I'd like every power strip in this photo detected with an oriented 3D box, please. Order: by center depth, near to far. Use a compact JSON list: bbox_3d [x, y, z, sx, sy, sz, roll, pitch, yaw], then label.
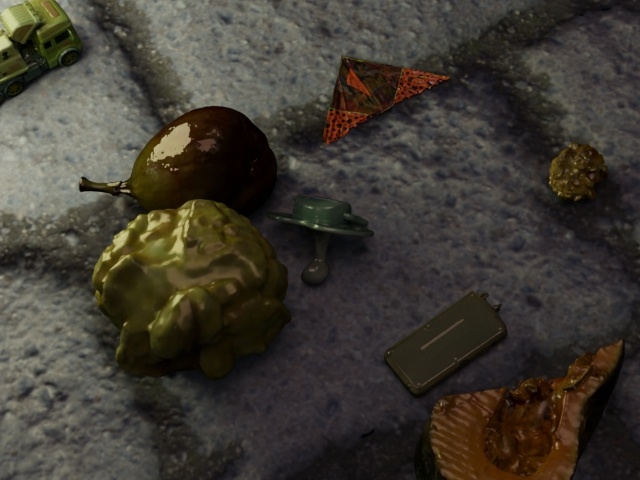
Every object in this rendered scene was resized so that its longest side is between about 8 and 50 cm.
[{"bbox_3d":[0.167,0.130,1.820,0.169,0.028,0.076,-33,64,-13],"label":"power strip"}]

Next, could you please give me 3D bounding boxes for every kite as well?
[{"bbox_3d":[0.063,-0.225,2.034,0.222,0.008,0.125,-28,63,-12],"label":"kite"}]

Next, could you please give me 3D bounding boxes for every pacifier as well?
[{"bbox_3d":[0.000,0.000,1.875,0.150,0.126,0.117,10,98,27],"label":"pacifier"}]

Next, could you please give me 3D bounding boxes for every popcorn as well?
[{"bbox_3d":[-0.157,0.059,1.787,0.256,0.195,0.255,17,57,-2],"label":"popcorn"},{"bbox_3d":[0.349,-0.090,1.917,0.082,0.057,0.083,-25,66,-9],"label":"popcorn"}]

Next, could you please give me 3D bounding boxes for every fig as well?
[{"bbox_3d":[-0.200,-0.087,1.901,0.274,0.170,0.146,-10,64,19],"label":"fig"}]

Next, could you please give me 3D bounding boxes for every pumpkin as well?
[{"bbox_3d":[0.231,0.222,1.706,0.190,0.139,0.281,23,63,14],"label":"pumpkin"}]

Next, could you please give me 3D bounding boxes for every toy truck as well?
[{"bbox_3d":[-0.444,-0.279,2.026,0.191,0.116,0.085,-32,66,-14],"label":"toy truck"}]
